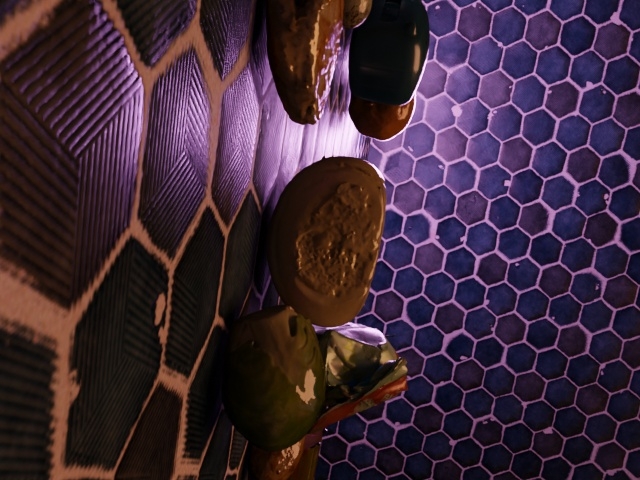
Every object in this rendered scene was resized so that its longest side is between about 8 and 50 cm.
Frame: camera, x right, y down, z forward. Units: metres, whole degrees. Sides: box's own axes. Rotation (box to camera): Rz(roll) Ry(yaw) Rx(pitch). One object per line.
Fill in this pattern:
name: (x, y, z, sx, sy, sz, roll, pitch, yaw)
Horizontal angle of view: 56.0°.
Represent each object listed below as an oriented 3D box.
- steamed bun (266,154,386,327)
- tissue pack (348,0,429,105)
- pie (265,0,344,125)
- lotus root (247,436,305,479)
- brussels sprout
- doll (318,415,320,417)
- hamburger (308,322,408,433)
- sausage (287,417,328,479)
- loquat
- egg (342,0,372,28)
steamed bun: (0.000, 0.000, 0.944, 0.232, 0.166, 0.272, -110, -148, -81)
tissue pack: (0.175, -0.495, 1.523, 0.287, 0.198, 0.206, -70, 169, -48)
pie: (-0.018, -0.243, 0.724, 0.205, 0.084, 0.178, -76, 174, -46)
lotus root: (-0.073, 0.343, 1.142, 0.110, 0.097, 0.258, 85, 13, -57)
brussels sprout: (-0.059, 0.181, 0.790, 0.161, 0.144, 0.180, -37, 116, -53)
doll: (-0.043, 0.390, 1.413, 0.186, 0.106, 0.134, -67, 155, -63)
hamburger: (-0.001, 0.194, 0.996, 0.260, 0.276, 0.150, -82, 156, -77)
sausage: (-0.063, 0.495, 1.311, 0.117, 0.125, 0.317, -56, 158, -50)
loquat: (0.181, -0.406, 1.758, 0.238, 0.193, 0.238, 17, 90, -83)
egg: (0.046, -0.415, 1.021, 0.085, 0.085, 0.110, 43, 55, -82)
